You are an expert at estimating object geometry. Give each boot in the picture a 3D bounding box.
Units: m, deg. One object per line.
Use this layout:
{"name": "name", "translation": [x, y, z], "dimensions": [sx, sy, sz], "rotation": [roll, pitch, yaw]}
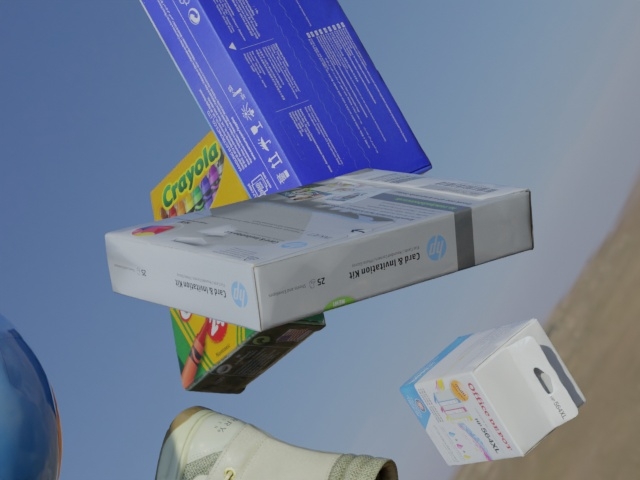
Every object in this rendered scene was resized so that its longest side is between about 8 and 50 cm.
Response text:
{"name": "boot", "translation": [-0.033, 0.226, 1.025], "dimensions": [0.077, 0.165, 0.213], "rotation": [-4, -77, -61]}

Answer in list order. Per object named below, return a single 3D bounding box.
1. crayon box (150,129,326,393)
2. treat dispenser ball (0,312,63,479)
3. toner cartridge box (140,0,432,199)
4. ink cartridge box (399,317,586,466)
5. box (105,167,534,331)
{"name": "crayon box", "translation": [-0.107, -0.006, 1.858], "dimensions": [0.202, 0.081, 0.319], "rotation": [-41, 52, 45]}
{"name": "treat dispenser ball", "translation": [-0.361, 0.174, 1.338], "dimensions": [0.288, 0.288, 0.288], "rotation": [-59, -9, -15]}
{"name": "toner cartridge box", "translation": [-0.050, -0.181, 1.497], "dimensions": [0.165, 0.348, 0.075], "rotation": [-23, -9, -43]}
{"name": "ink cartridge box", "translation": [0.158, 0.137, 1.431], "dimensions": [0.090, 0.092, 0.143], "rotation": [-36, 6, -29]}
{"name": "box", "translation": [0.000, 0.000, 0.868], "dimensions": [0.186, 0.145, 0.038], "rotation": [-14, -75, -36]}
